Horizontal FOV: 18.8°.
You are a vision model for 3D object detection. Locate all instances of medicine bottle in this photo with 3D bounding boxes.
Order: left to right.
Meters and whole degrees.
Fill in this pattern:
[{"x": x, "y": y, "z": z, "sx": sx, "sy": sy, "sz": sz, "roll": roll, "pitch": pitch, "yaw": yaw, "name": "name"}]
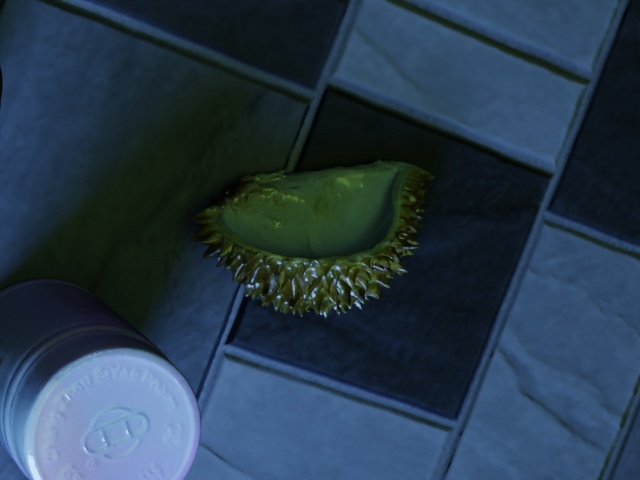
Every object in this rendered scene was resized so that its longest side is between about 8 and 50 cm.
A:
[{"x": -0.208, "y": 0.130, "z": 1.635, "sx": 0.152, "sy": 0.254, "sz": 0.152, "roll": -4, "pitch": 103, "yaw": -20, "name": "medicine bottle"}]

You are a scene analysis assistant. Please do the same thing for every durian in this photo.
[{"x": 0.000, "y": 0.000, "z": 1.793, "sx": 0.252, "sy": 0.144, "sz": 0.139, "roll": -8, "pitch": 66, "yaw": -14, "name": "durian"}]

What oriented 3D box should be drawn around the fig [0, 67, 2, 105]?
[{"x": -0.369, "y": -0.131, "z": 1.593, "sx": 0.175, "sy": 0.207, "sz": 0.175, "roll": -28, "pitch": 124, "yaw": -52, "name": "fig"}]
